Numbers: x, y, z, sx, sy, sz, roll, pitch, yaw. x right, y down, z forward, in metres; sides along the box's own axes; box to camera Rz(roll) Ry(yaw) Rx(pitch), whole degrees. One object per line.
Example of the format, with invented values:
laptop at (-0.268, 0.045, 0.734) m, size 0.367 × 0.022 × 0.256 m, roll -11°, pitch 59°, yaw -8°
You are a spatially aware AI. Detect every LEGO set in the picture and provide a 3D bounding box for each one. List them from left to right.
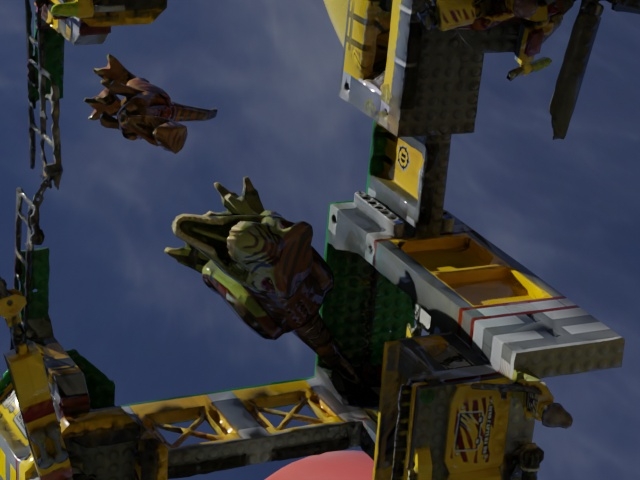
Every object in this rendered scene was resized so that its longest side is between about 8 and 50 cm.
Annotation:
LEGO set at (0.000, 0.000, 0.739) m, size 0.255 × 0.192 × 0.331 m, roll 3°, pitch -71°, yaw -28°

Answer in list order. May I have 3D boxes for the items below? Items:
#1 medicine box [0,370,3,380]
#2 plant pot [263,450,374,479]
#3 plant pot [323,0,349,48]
medicine box at (-0.234, 0.219, 1.059) m, size 0.149 × 0.263 × 0.289 m, roll -3°, pitch -118°, yaw -5°
plant pot at (0.088, 0.266, 1.161) m, size 0.275 × 0.243 × 0.275 m, roll 0°, pitch -90°, yaw -41°
plant pot at (0.046, -0.168, 1.072) m, size 0.134 × 0.134 × 0.095 m, roll -36°, pitch -91°, yaw 6°
